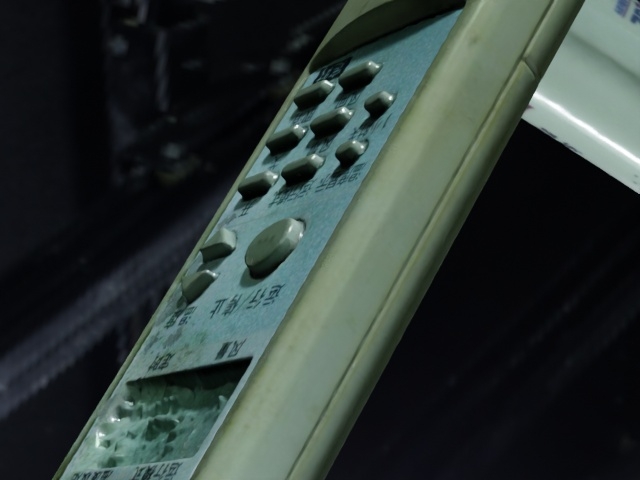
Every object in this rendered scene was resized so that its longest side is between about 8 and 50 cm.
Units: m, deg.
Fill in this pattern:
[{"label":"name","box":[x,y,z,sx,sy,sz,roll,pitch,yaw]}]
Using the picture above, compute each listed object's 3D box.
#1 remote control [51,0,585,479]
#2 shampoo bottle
[{"label":"remote control","box":[0.000,0.000,0.497,0.038,0.098,0.233,39,-117,-20]},{"label":"shampoo bottle","box":[0.191,-0.051,0.929,0.078,0.359,0.134,-57,1,20]}]
